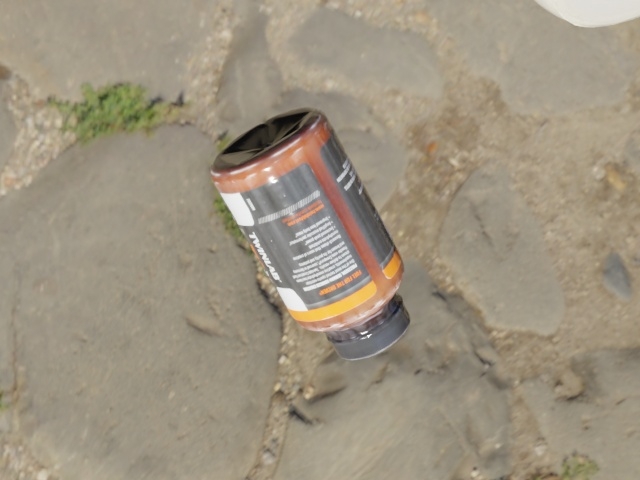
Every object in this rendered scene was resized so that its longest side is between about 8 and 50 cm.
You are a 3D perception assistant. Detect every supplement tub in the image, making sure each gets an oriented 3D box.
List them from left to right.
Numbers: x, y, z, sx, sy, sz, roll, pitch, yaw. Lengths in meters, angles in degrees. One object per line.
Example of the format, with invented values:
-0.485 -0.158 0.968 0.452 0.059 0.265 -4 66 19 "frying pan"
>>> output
0.000 0.000 0.891 0.106 0.106 0.198 -41 114 -30 "supplement tub"

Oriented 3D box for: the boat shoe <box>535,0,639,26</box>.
0.164 -0.242 0.406 0.340 0.127 0.158 -44 56 6 "boat shoe"
